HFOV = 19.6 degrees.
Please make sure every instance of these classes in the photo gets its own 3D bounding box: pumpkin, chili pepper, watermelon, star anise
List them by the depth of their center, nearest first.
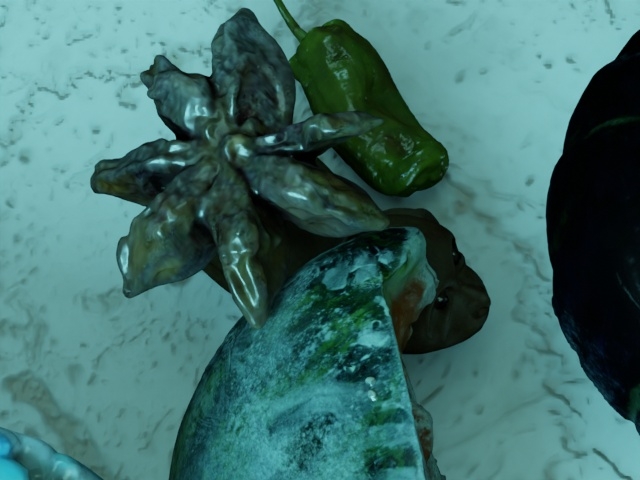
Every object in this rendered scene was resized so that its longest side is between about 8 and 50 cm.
[{"bbox_3d":[0.039,0.171,1.183,0.320,0.214,0.289,-59,39,10],"label":"watermelon"},{"bbox_3d":[0.329,-0.004,1.194,0.363,0.266,0.363,-3,65,6],"label":"pumpkin"},{"bbox_3d":[-0.065,-0.040,1.205,0.197,0.073,0.212,-47,64,-1],"label":"star anise"},{"bbox_3d":[0.023,-0.114,1.379,0.072,0.073,0.204,-14,60,-42],"label":"chili pepper"}]

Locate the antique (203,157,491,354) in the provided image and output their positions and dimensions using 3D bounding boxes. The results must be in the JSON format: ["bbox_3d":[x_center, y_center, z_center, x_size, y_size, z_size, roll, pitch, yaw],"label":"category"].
[{"bbox_3d":[0.000,0.000,1.301,0.257,0.143,0.121,35,76,15],"label":"antique"}]

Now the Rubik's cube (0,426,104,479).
[{"bbox_3d":[-0.316,0.276,1.127,0.352,0.352,0.347,12,71,14],"label":"Rubik's cube"}]
